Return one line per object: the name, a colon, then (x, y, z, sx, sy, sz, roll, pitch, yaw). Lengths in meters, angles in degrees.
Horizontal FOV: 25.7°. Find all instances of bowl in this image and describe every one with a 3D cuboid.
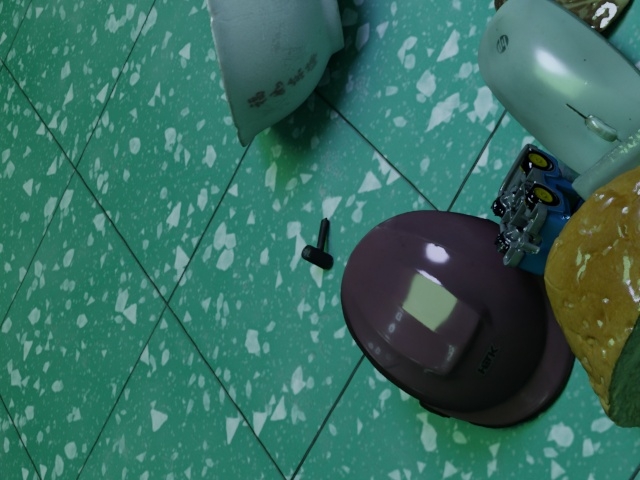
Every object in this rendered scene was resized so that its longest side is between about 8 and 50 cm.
bowl: (-0.072, -0.376, 2.229, 0.196, 0.435, 0.434, -11, 64, 2)

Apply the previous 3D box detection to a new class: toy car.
toy car: (0.286, -0.034, 1.804, 0.191, 0.100, 0.097, -86, 20, -55)

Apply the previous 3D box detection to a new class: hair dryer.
hair dryer: (0.000, 0.000, 2.212, 0.026, 0.047, 0.083, -17, 53, 48)

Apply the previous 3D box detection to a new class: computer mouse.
computer mouse: (0.308, -0.206, 1.821, 0.159, 0.097, 0.288, -57, 49, 27)

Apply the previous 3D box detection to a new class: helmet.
helmet: (0.159, 0.091, 1.868, 0.271, 0.197, 0.338, -60, 40, 16)

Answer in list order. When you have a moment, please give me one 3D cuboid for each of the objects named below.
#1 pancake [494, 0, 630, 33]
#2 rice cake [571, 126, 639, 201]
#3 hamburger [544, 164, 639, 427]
pancake: (0.330, -0.363, 1.915, 0.250, 0.031, 0.250, -17, 68, 48)
rice cake: (0.410, -0.107, 1.717, 0.080, 0.042, 0.222, 48, 122, 3)
hamburger: (0.366, 0.036, 1.655, 0.209, 0.162, 0.330, 36, 113, 48)
